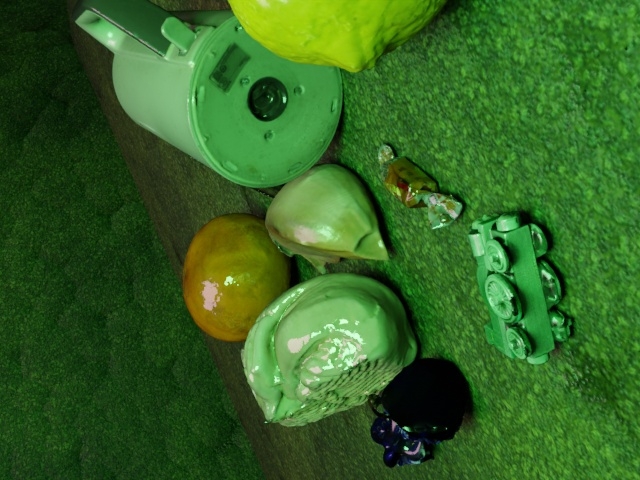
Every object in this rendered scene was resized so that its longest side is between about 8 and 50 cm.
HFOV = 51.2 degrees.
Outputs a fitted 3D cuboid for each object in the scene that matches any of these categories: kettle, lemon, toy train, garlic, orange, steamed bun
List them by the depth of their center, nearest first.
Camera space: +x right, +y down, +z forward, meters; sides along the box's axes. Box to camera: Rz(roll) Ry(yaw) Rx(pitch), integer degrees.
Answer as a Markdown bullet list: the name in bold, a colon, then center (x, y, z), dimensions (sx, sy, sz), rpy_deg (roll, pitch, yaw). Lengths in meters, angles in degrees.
- **lemon**: center (0.013, -0.314, 0.641), dimensions (0.253, 0.254, 0.310), rpy_deg (176, 90, -68)
- **toy train**: center (0.214, 0.050, 0.744), dimensions (0.104, 0.071, 0.178), rpy_deg (-146, 37, -72)
- **kettle**: center (-0.208, -0.269, 1.042), dimensions (0.361, 0.249, 0.377), rpy_deg (29, 180, -39)
- **steamed bun**: center (0.009, 0.165, 1.103), dimensions (0.320, 0.275, 0.206), rpy_deg (-36, 59, 32)
- **garlic**: center (-0.011, -0.009, 1.138), dimensions (0.196, 0.151, 0.338), rpy_deg (55, 159, 0)
- **orange**: center (-0.182, 0.078, 1.458), dimensions (0.284, 0.226, 0.283), rpy_deg (-175, 90, -68)

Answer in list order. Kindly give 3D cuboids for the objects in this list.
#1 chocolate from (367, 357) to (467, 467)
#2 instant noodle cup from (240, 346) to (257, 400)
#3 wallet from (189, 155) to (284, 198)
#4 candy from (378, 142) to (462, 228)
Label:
- **chocolate**: center (0.143, 0.294, 1.099), dimensions (0.149, 0.126, 0.343), rpy_deg (23, 153, 9)
- **instant noodle cup**: center (-0.067, 0.278, 1.470), dimensions (0.213, 0.174, 0.213), rpy_deg (51, 153, 39)
- **wallet**: center (-0.166, -0.143, 1.305), dimensions (0.042, 0.230, 0.124), rpy_deg (-61, 36, 10)
- **candy**: center (0.118, -0.072, 0.883), dimensions (0.182, 0.047, 0.053), rpy_deg (47, 148, 47)
